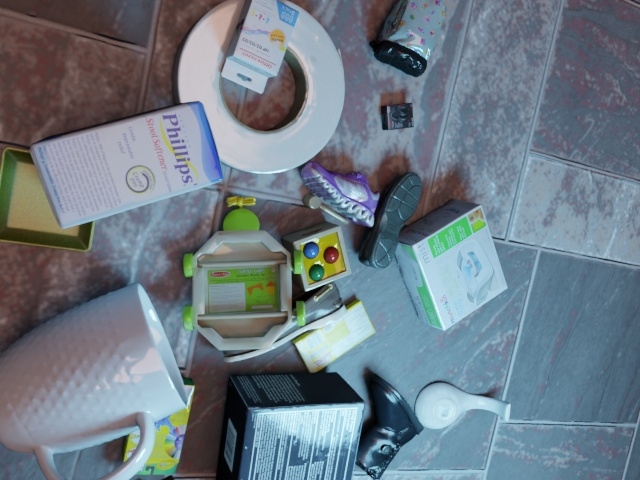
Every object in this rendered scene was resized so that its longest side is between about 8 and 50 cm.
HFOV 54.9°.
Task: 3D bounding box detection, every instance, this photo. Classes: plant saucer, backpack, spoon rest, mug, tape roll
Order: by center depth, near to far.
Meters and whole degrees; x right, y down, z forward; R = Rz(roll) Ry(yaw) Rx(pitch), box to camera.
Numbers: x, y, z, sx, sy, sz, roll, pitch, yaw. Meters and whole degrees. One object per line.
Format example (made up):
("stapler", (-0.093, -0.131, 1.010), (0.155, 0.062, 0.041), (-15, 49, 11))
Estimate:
("mug", (-0.449, 0.305, 1.197), (0.328, 0.374, 0.276), (-22, 145, -11))
("plant saucer", (-0.552, -0.082, 1.250), (0.188, 0.045, 0.188), (9, 96, -25))
("tape roll", (-0.131, -0.343, 1.376), (0.392, 0.072, 0.391), (-4, 100, -24))
("backpack", (0.222, -0.505, 1.481), (0.152, 0.115, 0.181), (21, 88, -23))
("spoon rest", (0.400, 0.478, 1.770), (0.277, 0.084, 0.137), (6, 96, -11))

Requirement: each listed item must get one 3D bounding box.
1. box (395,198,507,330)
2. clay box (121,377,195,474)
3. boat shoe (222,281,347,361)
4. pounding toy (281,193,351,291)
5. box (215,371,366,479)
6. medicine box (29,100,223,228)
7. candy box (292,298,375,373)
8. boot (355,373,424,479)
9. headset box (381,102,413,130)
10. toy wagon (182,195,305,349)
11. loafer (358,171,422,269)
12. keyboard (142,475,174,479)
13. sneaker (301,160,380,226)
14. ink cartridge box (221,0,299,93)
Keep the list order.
("box", (0.337, 0.060, 1.631), (0.231, 0.127, 0.261), (-29, 111, -19))
("clay box", (-0.376, 0.425, 1.416), (0.128, 0.053, 0.221), (12, 96, -25))
("boat shoe", (-0.093, 0.189, 1.469), (0.325, 0.117, 0.096), (-22, 99, -20))
("pounding toy", (0.007, -0.008, 1.486), (0.181, 0.094, 0.206), (-20, 107, -20))
("box", (-0.078, 0.488, 1.483), (0.294, 0.183, 0.296), (4, 102, -23))
("medicine box", (-0.355, -0.152, 1.142), (0.289, 0.263, 0.149), (-19, 107, -15))
("candy box", (0.037, 0.247, 1.582), (0.206, 0.027, 0.105), (-31, 114, -16))
("boot", (0.150, 0.503, 1.641), (0.207, 0.094, 0.246), (-43, 119, -16))
("headset box", (0.190, -0.311, 1.547), (0.083, 0.032, 0.062), (-11, 104, -24))
("toy wagon", (-0.172, 0.072, 1.390), (0.267, 0.068, 0.344), (-2, 78, -5))
("loafer", (0.167, -0.056, 1.557), (0.096, 0.084, 0.267), (34, 75, -33))
("keyboard", (-0.423, 0.620, 1.448), (0.180, 0.023, 0.108), (-25, 108, -19))
("sneaker", (0.057, -0.131, 1.493), (0.236, 0.095, 0.104), (35, 79, -31))
("ink cartridge box", (-0.128, -0.413, 1.292), (0.104, 0.061, 0.181), (19, 92, -25))
